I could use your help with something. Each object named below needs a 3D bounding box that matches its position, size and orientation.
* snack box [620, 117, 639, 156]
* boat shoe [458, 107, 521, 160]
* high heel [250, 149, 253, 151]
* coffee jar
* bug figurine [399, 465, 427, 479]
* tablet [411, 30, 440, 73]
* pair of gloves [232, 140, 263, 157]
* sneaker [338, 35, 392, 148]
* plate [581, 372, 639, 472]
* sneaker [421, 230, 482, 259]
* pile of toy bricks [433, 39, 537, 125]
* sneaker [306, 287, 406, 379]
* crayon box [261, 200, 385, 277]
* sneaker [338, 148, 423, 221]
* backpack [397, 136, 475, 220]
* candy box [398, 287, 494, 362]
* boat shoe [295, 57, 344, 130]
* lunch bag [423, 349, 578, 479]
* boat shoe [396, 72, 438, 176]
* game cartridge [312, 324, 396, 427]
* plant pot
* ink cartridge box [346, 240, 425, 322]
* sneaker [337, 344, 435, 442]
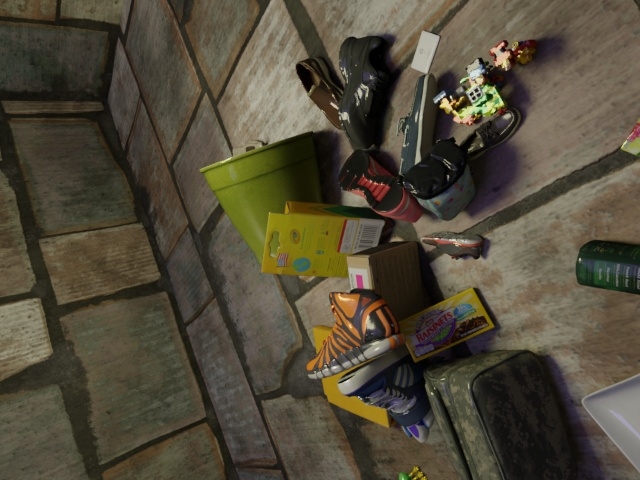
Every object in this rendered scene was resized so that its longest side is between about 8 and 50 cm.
[{"bbox_3d":[0.559,-0.188,0.653,0.100,0.037,0.141,40,130,35],"label":"snack box"},{"bbox_3d":[0.350,-0.219,0.895,0.056,0.049,0.152,62,141,16],"label":"boat shoe"},{"bbox_3d":[-0.188,-0.199,1.542,0.186,0.093,0.261,2,95,20],"label":"high heel"},{"bbox_3d":[0.540,0.050,0.704,0.184,0.096,0.079,11,112,50],"label":"coffee jar"},{"bbox_3d":[0.290,0.826,1.282,0.216,0.072,0.279,49,135,31],"label":"bug figurine"},{"bbox_3d":[0.245,-0.442,0.994,0.054,0.006,0.083,42,131,36],"label":"tablet"},{"bbox_3d":[-0.251,-0.264,1.646,0.204,0.042,0.240,-4,103,47],"label":"pair of gloves"},{"bbox_3d":[0.121,-0.382,1.096,0.130,0.109,0.286,9,111,41],"label":"sneaker"},{"bbox_3d":[0.647,0.330,0.699,0.278,0.045,0.277,56,137,24],"label":"plate"},{"bbox_3d":[0.310,0.018,1.016,0.158,0.061,0.064,10,115,50],"label":"sneaker"},{"bbox_3d":[0.331,-0.293,0.844,0.212,0.118,0.105,-33,82,52],"label":"pile of toy bricks"},{"bbox_3d":[0.059,0.220,1.043,0.321,0.125,0.180,-38,68,37],"label":"sneaker"},{"bbox_3d":[0.000,0.000,1.193,0.081,0.319,0.202,-108,27,-56],"label":"crayon box"},{"bbox_3d":[0.154,-0.132,1.117,0.116,0.136,0.313,-52,38,14],"label":"sneaker"},{"bbox_3d":[0.265,-0.121,0.931,0.152,0.182,0.115,-37,63,11],"label":"backpack"},{"bbox_3d":[0.296,0.204,1.020,0.206,0.027,0.105,-29,73,12],"label":"candy box"},{"bbox_3d":[0.002,-0.421,1.231,0.257,0.095,0.095,60,140,19],"label":"boat shoe"},{"bbox_3d":[0.373,0.411,0.952,0.304,0.213,0.256,71,159,8],"label":"lunch bag"},{"bbox_3d":[0.228,-0.261,1.006,0.079,0.095,0.254,18,124,36],"label":"boat shoe"},{"bbox_3d":[0.106,0.439,1.417,0.324,0.053,0.285,-3,99,54],"label":"game cartridge"},{"bbox_3d":[-0.142,-0.116,1.340,0.367,0.367,0.352,-3,110,52],"label":"plant pot"},{"bbox_3d":[0.176,0.132,1.108,0.088,0.193,0.234,2,102,51],"label":"ink cartridge box"},{"bbox_3d":[0.198,0.404,1.068,0.130,0.323,0.236,-37,71,32],"label":"sneaker"}]
